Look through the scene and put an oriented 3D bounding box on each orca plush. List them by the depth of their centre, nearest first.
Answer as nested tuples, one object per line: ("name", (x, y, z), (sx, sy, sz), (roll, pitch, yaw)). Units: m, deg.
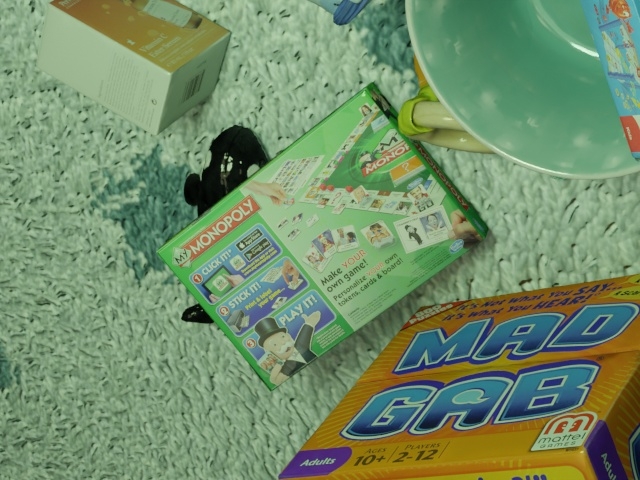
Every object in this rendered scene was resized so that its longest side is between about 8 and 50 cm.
("orca plush", (-0.128, 0.004, 1.931), (0.151, 0.102, 0.287), (33, 130, 10))

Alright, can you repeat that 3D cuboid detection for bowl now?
("bowl", (0.252, -0.229, 1.512), (0.312, 0.163, 0.311), (15, 124, 23))

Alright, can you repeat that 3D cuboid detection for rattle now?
("rattle", (0.189, -0.150, 1.690), (0.200, 0.142, 0.130), (8, 156, 10))

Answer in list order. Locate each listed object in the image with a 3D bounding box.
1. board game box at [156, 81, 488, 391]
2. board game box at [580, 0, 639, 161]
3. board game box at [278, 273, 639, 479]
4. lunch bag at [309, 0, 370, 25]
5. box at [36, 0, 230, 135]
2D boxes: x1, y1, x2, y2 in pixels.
("board game box", (0.000, 0.000, 1.817), (0.317, 0.046, 0.213), (-36, 96, 20))
("board game box", (0.354, -0.259, 1.316), (0.308, 0.302, 0.086), (69, 164, -8))
("board game box", (0.244, 0.284, 1.708), (0.357, 0.356, 0.356), (-11, 112, 36))
("lunch bag", (0.074, -0.364, 1.495), (0.115, 0.243, 0.303), (33, 133, -3))
("box", (-0.213, -0.218, 1.828), (0.170, 0.130, 0.091), (30, 130, 12))
